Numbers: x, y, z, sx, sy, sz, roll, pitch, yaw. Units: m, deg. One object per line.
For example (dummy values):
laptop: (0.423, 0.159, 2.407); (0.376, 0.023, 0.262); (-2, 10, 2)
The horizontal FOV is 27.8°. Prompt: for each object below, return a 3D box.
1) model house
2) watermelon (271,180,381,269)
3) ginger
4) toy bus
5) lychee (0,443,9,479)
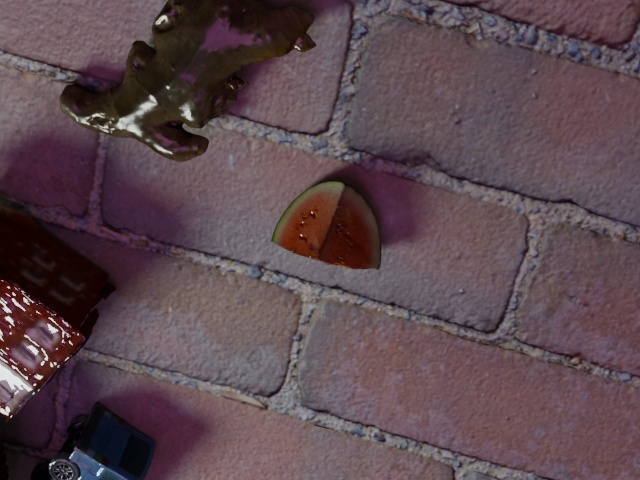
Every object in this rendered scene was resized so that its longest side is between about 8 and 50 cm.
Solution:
model house: (-0.428, 0.072, 1.680); (0.254, 0.160, 0.196); (41, 117, -9)
watermelon: (0.000, 0.000, 1.594); (0.135, 0.094, 0.125); (-11, 123, 21)
ginger: (-0.156, -0.193, 1.527); (0.333, 0.080, 0.166); (-34, 95, 22)
toy bus: (-0.345, 0.360, 1.842); (0.134, 0.116, 0.234); (33, 117, -11)
lychee: (-0.563, 0.340, 1.792); (0.276, 0.275, 0.304); (-5, 144, 13)
